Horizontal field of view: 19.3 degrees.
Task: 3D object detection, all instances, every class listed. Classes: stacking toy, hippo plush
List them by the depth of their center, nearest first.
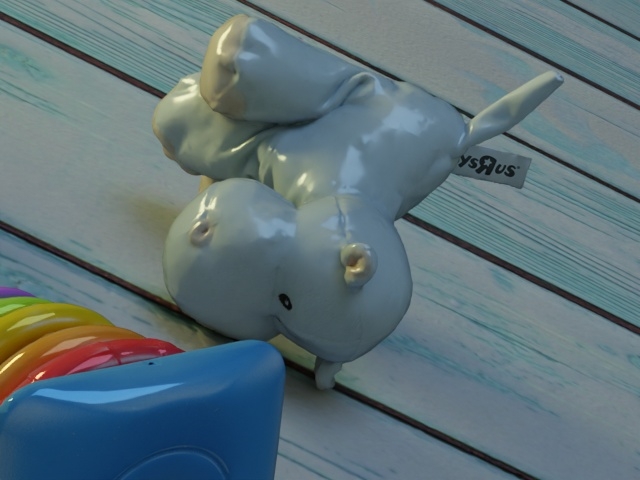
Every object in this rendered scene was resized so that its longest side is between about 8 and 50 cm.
[{"bbox_3d":[-0.172,0.084,1.027,0.175,0.165,0.302,-10,30,-38],"label":"stacking toy"},{"bbox_3d":[0.000,0.000,1.395,0.294,0.234,0.236,13,53,0],"label":"hippo plush"}]
